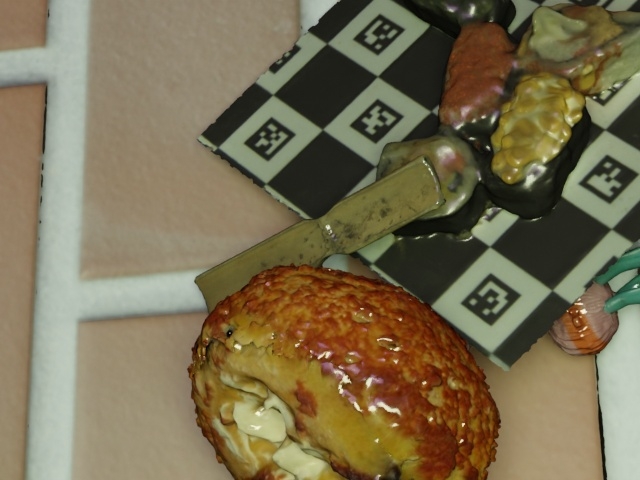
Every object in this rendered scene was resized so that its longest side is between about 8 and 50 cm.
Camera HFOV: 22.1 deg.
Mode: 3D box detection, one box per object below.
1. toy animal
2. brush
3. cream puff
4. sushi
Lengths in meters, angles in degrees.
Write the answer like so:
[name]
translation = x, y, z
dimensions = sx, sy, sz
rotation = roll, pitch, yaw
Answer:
[toy animal]
translation = 0.157, 0.036, 1.205
dimensions = 0.208, 0.100, 0.103
rotation = -13, 45, 15
[brush]
translation = 0.000, 0.000, 1.206
dimensions = 0.248, 0.036, 0.043
rotation = -29, 82, 40
[cream puff]
translation = 0.021, 0.120, 1.132
dimensions = 0.164, 0.240, 0.240
rotation = -27, 62, -36
[sushi]
translation = 0.122, -0.129, 1.228
dimensions = 0.343, 0.064, 0.359
rotation = -44, 53, -11
